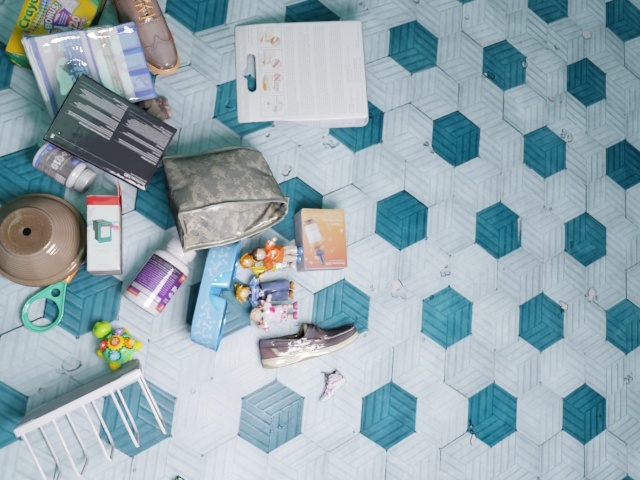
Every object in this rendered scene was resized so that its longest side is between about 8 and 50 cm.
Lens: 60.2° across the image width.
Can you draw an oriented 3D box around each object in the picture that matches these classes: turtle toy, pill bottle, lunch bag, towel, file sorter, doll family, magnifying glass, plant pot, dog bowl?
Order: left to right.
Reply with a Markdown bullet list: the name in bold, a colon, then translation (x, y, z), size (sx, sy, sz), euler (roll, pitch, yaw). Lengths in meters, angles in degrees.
- **plant pot**: translation (-0.696, -0.010, 1.341), size (0.237, 0.110, 0.237), euler (3, 77, -12)
- **magnifying glass**: translation (-0.661, 0.124, 1.389), size (0.092, 0.026, 0.231), euler (30, 73, -11)
- **pill bottle**: translation (-0.651, -0.183, 1.410), size (0.137, 0.078, 0.078), euler (33, 74, -11)
- **towel**: translation (-0.585, -0.440, 1.418), size (0.285, 0.034, 0.209), euler (-20, 107, -25)
- **file sorter**: translation (-0.527, 0.429, 1.299), size (0.277, 0.193, 0.173), euler (-24, 93, -19)
- **turtle toy**: translation (-0.518, 0.255, 1.383), size (0.130, 0.066, 0.095), euler (37, 61, 17)
- **pill bottle**: translation (-0.410, 0.091, 1.428), size (0.108, 0.108, 0.193), euler (36, 74, -9)
- **dog bowl**: translation (-0.273, 0.136, 1.442), size (0.074, 0.166, 0.297), euler (11, 78, -4)
- **lunch bag**: translation (-0.245, -0.119, 1.438), size (0.287, 0.169, 0.235), euler (-13, 48, -18)
- **doll family**: translation (-0.152, 0.112, 1.520), size (0.163, 0.118, 0.263), euler (0, 100, -24)

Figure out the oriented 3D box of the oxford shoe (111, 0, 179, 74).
- **oxford shoe**: translation (-0.495, -0.625, 1.497), size (0.130, 0.133, 0.364), euler (-30, 92, -20)

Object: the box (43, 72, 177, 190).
- **box**: translation (-0.530, -0.268, 1.400), size (0.261, 0.103, 0.184), euler (30, 81, -29)

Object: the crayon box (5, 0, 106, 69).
- **crayon box**: translation (-0.690, -0.572, 1.455), size (0.165, 0.081, 0.278), euler (17, 78, -15)

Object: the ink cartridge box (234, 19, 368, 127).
- **ink cartridge box**: translation (-0.057, -0.494, 1.661), size (0.385, 0.091, 0.308), euler (-3, 83, -1)

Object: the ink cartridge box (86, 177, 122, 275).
- **ink cartridge box**: translation (-0.542, -0.032, 1.392), size (0.078, 0.134, 0.231), euler (-1, 81, -17)

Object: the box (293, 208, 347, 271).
- **box**: translation (0.000, 0.000, 1.580), size (0.130, 0.091, 0.170), euler (-2, 82, -18)

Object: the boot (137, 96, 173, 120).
- **boot**: translation (-0.450, -0.340, 1.517), size (0.087, 0.042, 0.118), euler (-10, 85, -21)

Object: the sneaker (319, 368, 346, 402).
- **sneaker**: translation (0.020, 0.403, 1.555), size (0.098, 0.038, 0.069), euler (-38, 93, -28)

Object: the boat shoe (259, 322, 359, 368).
- **boat shoe**: translation (-0.032, 0.274, 1.524), size (0.285, 0.103, 0.092), euler (-15, 91, -13)

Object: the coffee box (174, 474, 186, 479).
- **coffee box**: translation (-0.324, 0.696, 1.398), size (0.184, 0.040, 0.113), euler (39, 72, -9)
